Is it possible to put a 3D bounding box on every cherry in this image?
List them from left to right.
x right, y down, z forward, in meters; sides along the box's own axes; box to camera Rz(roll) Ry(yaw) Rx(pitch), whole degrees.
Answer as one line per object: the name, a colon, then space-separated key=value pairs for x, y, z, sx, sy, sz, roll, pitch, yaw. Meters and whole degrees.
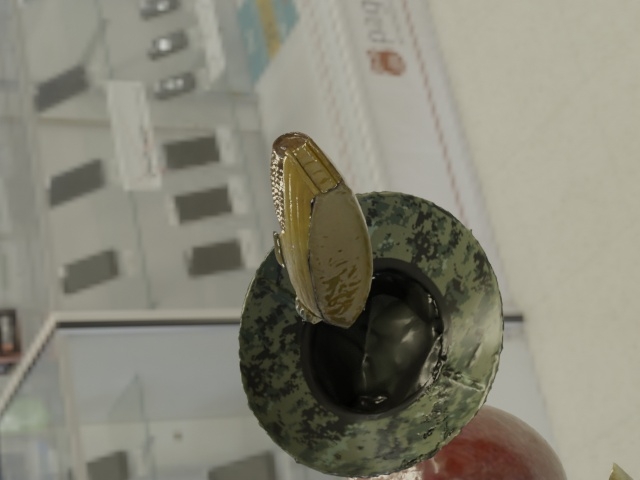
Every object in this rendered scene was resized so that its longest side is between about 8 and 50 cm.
cherry: x=0.165 y=0.312 z=1.721 sx=0.221 sy=0.307 sz=0.261 roll=-18 pitch=50 yaw=51

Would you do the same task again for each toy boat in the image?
toy boat: x=0.000 y=0.000 z=0.809 sx=0.049 sy=0.047 sz=0.149 roll=49 pitch=160 yaw=35

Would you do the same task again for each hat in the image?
hat: x=0.054 y=0.094 z=1.371 sx=0.128 sy=0.265 sz=0.266 roll=49 pitch=-148 yaw=-72

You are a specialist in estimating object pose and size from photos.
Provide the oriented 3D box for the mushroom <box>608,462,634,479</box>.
mushroom: x=0.377 y=0.326 z=1.609 sx=0.202 sy=0.054 sz=0.059 roll=50 pitch=165 yaw=1
